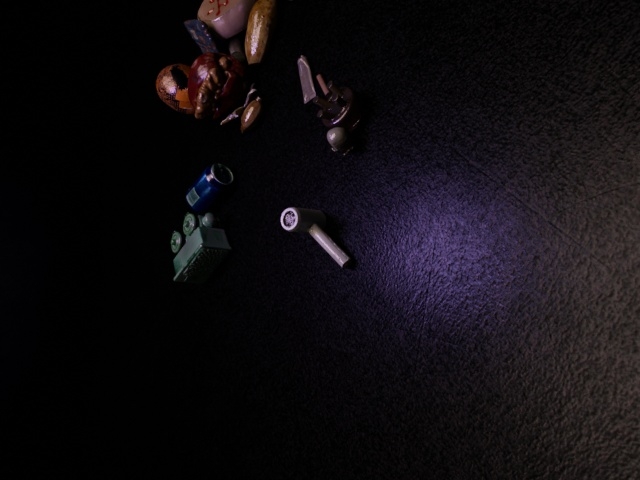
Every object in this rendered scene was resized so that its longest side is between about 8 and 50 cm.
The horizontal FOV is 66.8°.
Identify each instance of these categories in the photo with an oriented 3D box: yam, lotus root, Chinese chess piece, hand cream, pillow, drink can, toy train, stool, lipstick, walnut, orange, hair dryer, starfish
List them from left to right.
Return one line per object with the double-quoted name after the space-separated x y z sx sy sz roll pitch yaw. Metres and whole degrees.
-0.575 -0.637 2.055 0.182 0.234 0.234 -39 52 16 "orange"
-0.464 0.020 1.837 0.266 0.145 0.202 -45 53 34 "toy train"
-0.426 -0.200 1.866 0.205 0.118 0.118 -37 55 37 "drink can"
-0.441 -0.764 1.943 0.034 0.255 0.189 -41 41 -12 "pillow"
-0.405 -0.575 1.860 0.269 0.222 0.244 125 161 -48 "walnut"
-0.364 -0.907 1.912 0.250 0.103 0.249 -14 55 22 "Chinese chess piece"
-0.345 -0.792 1.954 0.068 0.068 0.169 -34 55 39 "yam"
-0.297 -0.494 1.806 0.208 0.053 0.176 -44 13 33 "starfish"
-0.250 -0.452 1.765 0.152 0.063 0.072 -52 35 25 "lotus root"
-0.221 -0.775 1.787 0.110 0.097 0.258 21 100 47 "lotus root"
-0.046 -0.529 1.580 0.057 0.037 0.165 -24 71 43 "hand cream"
0.000 0.000 1.338 0.236 0.131 0.073 49 115 28 "hair dryer"
0.010 -0.481 1.506 0.019 0.019 0.094 -45 51 33 "lipstick"
0.051 -0.341 1.352 0.125 0.121 0.217 -8 70 46 "stool"
